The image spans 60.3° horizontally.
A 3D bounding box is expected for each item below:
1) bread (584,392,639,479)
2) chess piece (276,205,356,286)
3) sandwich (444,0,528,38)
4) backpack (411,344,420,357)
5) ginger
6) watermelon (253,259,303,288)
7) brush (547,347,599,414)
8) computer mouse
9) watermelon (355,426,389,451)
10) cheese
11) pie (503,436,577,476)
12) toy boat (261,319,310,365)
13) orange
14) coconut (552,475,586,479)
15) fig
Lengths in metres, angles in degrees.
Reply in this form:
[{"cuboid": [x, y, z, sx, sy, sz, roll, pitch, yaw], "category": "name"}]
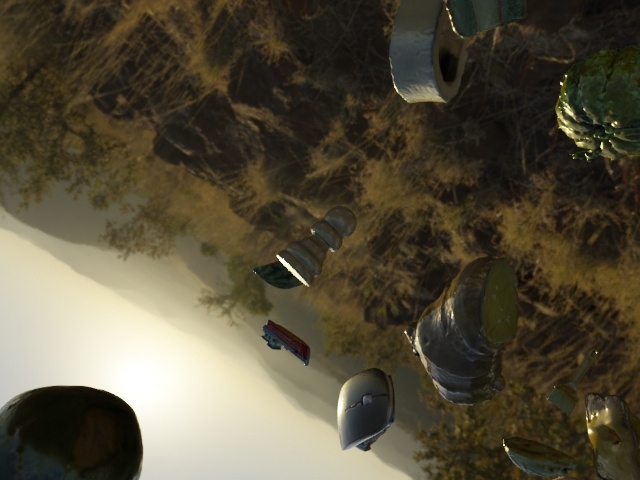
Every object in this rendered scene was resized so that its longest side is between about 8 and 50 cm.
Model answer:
[{"cuboid": [0.765, 0.508, 1.416, 0.088, 0.232, 0.161, -8, 174, -23], "category": "bread"}, {"cuboid": [0.000, 0.000, 1.101, 0.094, 0.170, 0.094, 41, 170, 9], "category": "chess piece"}, {"cuboid": [0.223, -0.421, 0.801, 0.117, 0.144, 0.187, -13, 146, 21], "category": "sandwich"}, {"cuboid": [0.319, 0.254, 1.484, 0.120, 0.165, 0.106, 9, -154, 1], "category": "backpack"}, {"cuboid": [0.239, 0.153, 0.904, 0.190, 0.126, 0.354, 33, 143, 21], "category": "ginger"}, {"cuboid": [-0.069, 0.061, 1.335, 0.087, 0.163, 0.069, 55, 147, 25], "category": "watermelon"}, {"cuboid": [0.737, 0.394, 1.579, 0.083, 0.205, 0.011, 36, 175, -5], "category": "brush"}, {"cuboid": [0.076, 0.336, 1.084, 0.056, 0.125, 0.245, 9, 148, -16], "category": "computer mouse"}, {"cuboid": [0.128, 0.447, 1.358, 0.071, 0.139, 0.187, 43, 145, 48], "category": "watermelon"}, {"cuboid": [0.341, -0.602, 1.705, 0.153, 0.332, 0.292, 11, 173, 32], "category": "cheese"}, {"cuboid": [0.634, 0.633, 1.599, 0.201, 0.089, 0.248, 11, 169, 30], "category": "pie"}, {"cuboid": [-0.094, 0.284, 1.514, 0.173, 0.058, 0.069, 30, -178, 27], "category": "toy boat"}, {"cuboid": [0.742, -0.352, 1.381, 0.301, 0.223, 0.300, 43, 156, -30], "category": "orange"}, {"cuboid": [0.475, 0.586, 0.998, 0.297, 0.297, 0.254, 27, -159, 15], "category": "coconut"}, {"cuboid": [-0.323, 0.294, 0.671, 0.196, 0.244, 0.195, 1, 139, 1], "category": "fig"}]
